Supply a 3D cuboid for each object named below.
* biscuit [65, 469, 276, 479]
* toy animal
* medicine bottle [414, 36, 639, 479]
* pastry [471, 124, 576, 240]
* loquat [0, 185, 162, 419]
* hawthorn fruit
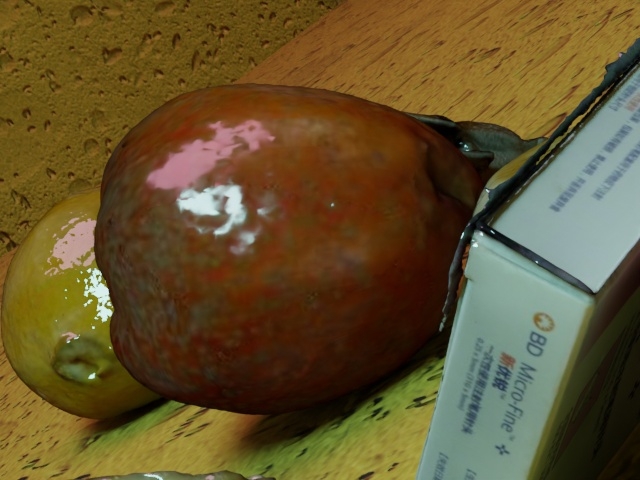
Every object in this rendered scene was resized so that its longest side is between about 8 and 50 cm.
[{"bbox_3d":[-0.117,0.167,0.904,0.118,0.061,0.183,14,-28,-42],"label":"biscuit"},{"bbox_3d":[0.053,-0.047,1.210,0.244,0.087,0.260,8,-1,34],"label":"toy animal"},{"bbox_3d":[0.097,0.031,0.625,0.171,0.052,0.201,-42,-27,-40],"label":"medicine bottle"},{"bbox_3d":[0.153,-0.016,0.866,0.156,0.092,0.156,-25,12,5],"label":"pastry"},{"bbox_3d":[-0.157,0.041,1.319,0.187,0.176,0.234,-11,23,22],"label":"loquat"},{"bbox_3d":[0.000,0.000,1.001,0.262,0.210,0.210,-10,15,7],"label":"hawthorn fruit"}]
